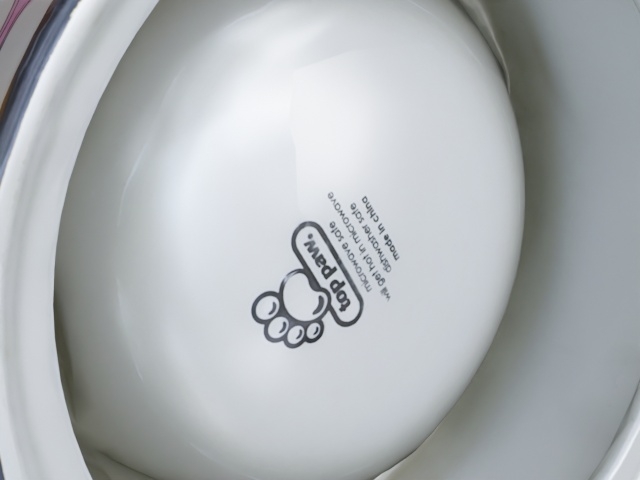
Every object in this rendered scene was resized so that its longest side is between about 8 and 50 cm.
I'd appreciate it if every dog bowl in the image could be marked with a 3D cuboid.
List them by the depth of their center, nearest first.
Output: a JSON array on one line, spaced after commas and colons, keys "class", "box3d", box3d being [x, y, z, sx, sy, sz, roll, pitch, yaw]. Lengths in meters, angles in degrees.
[{"class": "dog bowl", "box3d": [0.000, 0.000, 0.828, 0.408, 0.150, 0.408, -10, 106, -35]}]
